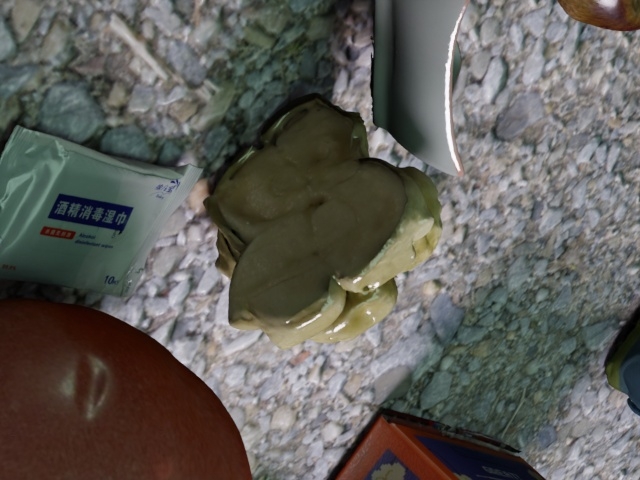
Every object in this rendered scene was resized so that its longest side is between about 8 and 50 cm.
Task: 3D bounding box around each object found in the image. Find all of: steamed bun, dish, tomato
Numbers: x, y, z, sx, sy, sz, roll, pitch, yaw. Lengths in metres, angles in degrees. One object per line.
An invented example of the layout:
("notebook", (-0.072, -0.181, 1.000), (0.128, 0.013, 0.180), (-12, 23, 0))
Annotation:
("steamed bun", (0.000, 0.000, 1.422), (0.192, 0.177, 0.106), (-49, 142, -2))
("dish", (0.078, -0.170, 1.401), (0.077, 0.151, 0.212), (1, 136, 2))
("tomato", (-0.204, 0.206, 1.305), (0.341, 0.273, 0.341), (-30, 143, -26))

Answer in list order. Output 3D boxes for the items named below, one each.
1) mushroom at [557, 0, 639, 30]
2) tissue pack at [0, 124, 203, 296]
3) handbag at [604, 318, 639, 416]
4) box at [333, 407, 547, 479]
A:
("mushroom", (0.281, -0.284, 1.482), (0.253, 0.153, 0.253), (-23, 132, -29))
("tissue pack", (-0.178, -0.017, 1.335), (0.193, 0.026, 0.122), (9, 116, -53))
("handbag", (0.499, 0.166, 2.121), (0.263, 0.241, 0.222), (13, 114, -55))
("box", (0.121, 0.408, 1.912), (0.349, 0.257, 0.318), (-55, 145, 11))
